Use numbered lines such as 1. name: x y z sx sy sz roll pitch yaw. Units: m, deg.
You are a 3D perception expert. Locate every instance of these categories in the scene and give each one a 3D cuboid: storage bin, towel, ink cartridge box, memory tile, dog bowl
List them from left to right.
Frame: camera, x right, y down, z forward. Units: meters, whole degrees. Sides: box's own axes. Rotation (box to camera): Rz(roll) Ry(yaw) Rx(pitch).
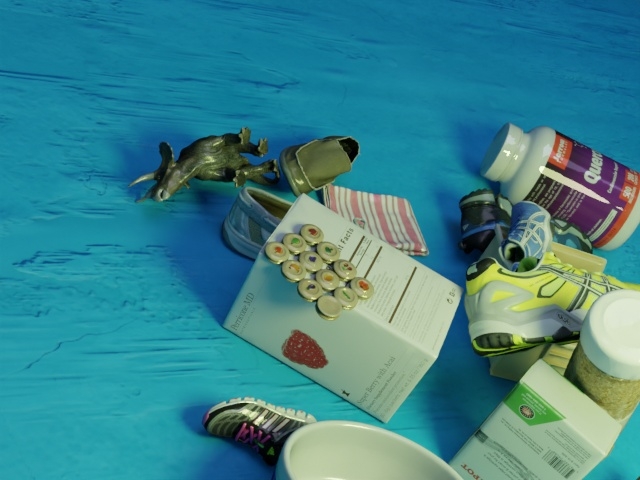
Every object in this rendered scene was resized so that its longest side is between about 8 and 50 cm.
1. memory tile: -0.001 0.042 1.356 0.113 0.012 0.148 -27 66 -42
2. dog bowl: 0.062 0.343 1.205 0.265 0.104 0.265 18 18 -6
3. towel: 0.102 -0.038 1.783 0.197 0.029 0.144 8 44 -26
4. ink cartridge box: 0.305 0.299 1.395 0.153 0.208 0.087 41 36 13
5. storage bin: 0.418 0.133 1.719 0.261 0.123 0.262 16 39 -16

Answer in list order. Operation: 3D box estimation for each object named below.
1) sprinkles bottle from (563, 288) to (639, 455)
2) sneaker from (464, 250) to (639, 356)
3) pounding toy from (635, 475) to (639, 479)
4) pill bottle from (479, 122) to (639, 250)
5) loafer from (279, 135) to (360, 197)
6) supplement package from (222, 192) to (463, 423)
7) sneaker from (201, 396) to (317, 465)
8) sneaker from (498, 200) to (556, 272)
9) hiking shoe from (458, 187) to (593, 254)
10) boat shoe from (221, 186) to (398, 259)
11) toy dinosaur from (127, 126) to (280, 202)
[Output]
1. sprinkles bottle: 0.420 0.214 1.435 0.121 0.355 0.121 0 54 0
2. sneaker: 0.390 0.086 1.512 0.385 0.145 0.147 -2 73 -35
3. pounding toy: 0.436 0.393 1.416 0.155 0.154 0.270 46 40 19
4. pill bottle: 0.504 -0.120 2.008 0.323 0.181 0.181 26 38 -6
5. loafer: 0.003 -0.149 1.747 0.094 0.087 0.251 64 26 -10
6. supplement package: 0.034 0.102 1.461 0.293 0.177 0.175 30 40 2
7. sneaker: -0.076 0.264 1.304 0.170 0.063 0.074 15 34 -25
8. sneaker: 0.353 0.000 1.662 0.081 0.080 0.211 21 38 -16
9. hiking shoe: 0.394 0.012 1.878 0.304 0.113 0.132 19 65 -17
10. boat shoe: -0.001 -0.002 1.616 0.321 0.103 0.118 19 39 -13
11. toy dinosaur: -0.170 -0.138 1.641 0.160 0.120 0.313 5 13 27
